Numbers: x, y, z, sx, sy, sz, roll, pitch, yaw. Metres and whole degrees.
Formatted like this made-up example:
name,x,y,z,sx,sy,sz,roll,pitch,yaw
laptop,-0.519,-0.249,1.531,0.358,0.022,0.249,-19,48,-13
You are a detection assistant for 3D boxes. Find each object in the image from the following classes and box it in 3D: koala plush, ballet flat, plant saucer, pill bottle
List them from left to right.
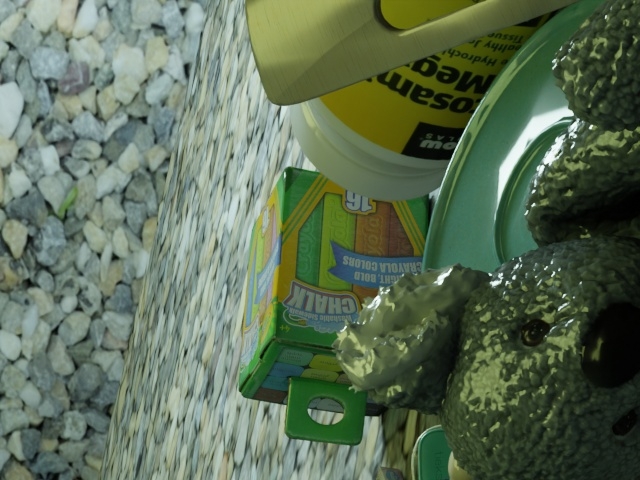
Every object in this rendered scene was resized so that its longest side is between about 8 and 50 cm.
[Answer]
name,x,y,z,sx,sy,sz,roll,pitch,yaw
ballet flat,0.089,0.215,1.356,0.052,0.057,0.168,65,-151,-60
pill bottle,0.088,-0.168,1.315,0.334,0.188,0.188,119,158,-57
plant saucer,0.143,-0.017,1.095,0.317,0.044,0.317,-44,34,42
koala plush,0.133,0.027,0.824,0.221,0.196,0.203,-52,3,-6

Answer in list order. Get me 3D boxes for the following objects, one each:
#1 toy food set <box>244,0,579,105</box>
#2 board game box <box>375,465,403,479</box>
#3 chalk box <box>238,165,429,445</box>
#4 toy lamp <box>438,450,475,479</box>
name,x,y,z,sx,sy,sz,roll,pitch,yaw
toy food set,0.117,-0.176,0.967,0.220,0.092,0.306,-18,19,35
board game box,0.052,0.243,1.538,0.090,0.020,0.090,-112,36,-68
chalk box,0.010,0.066,1.613,0.132,0.132,0.213,122,154,-60
toy lamp,0.115,0.059,1.275,0.080,0.080,0.274,-147,68,-77
